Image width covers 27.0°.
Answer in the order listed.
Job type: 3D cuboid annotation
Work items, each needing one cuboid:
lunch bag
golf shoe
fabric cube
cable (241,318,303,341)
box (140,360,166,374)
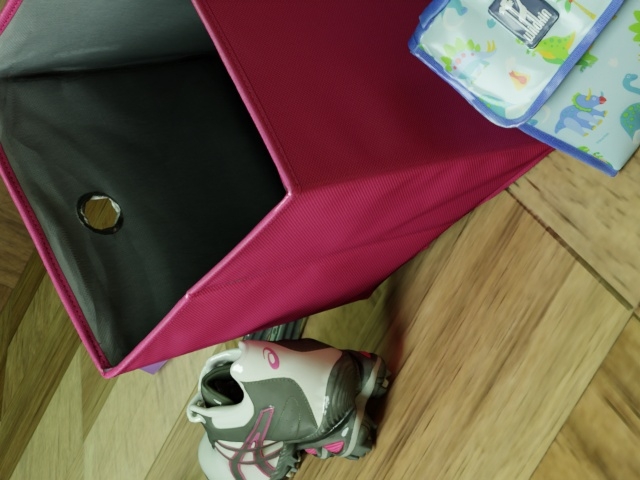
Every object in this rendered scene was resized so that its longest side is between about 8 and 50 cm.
[{"bbox_3d":[0.146,-0.128,0.780,0.129,0.151,0.096,-53,21,30],"label":"lunch bag"},{"bbox_3d":[-0.053,0.129,1.057,0.273,0.120,0.105,-39,33,56],"label":"golf shoe"},{"bbox_3d":[-0.045,-0.093,0.919,0.259,0.258,0.254,-42,70,44],"label":"fabric cube"},{"bbox_3d":[0.000,0.000,1.224,0.139,0.072,0.287,-4,74,51],"label":"cable"},{"bbox_3d":[-0.137,0.004,1.548,0.293,0.057,0.201,-45,26,46],"label":"box"}]
